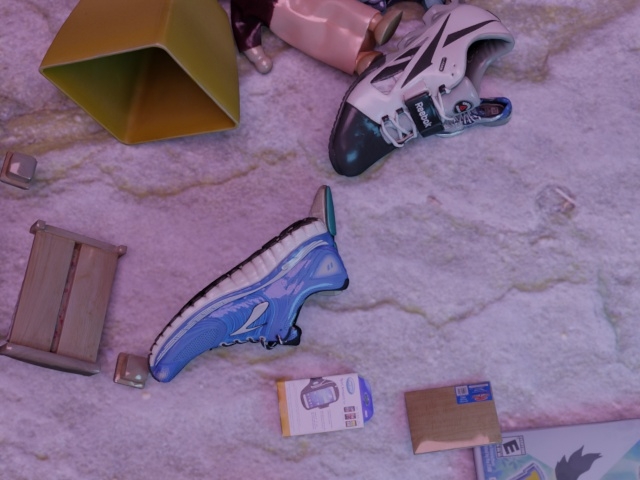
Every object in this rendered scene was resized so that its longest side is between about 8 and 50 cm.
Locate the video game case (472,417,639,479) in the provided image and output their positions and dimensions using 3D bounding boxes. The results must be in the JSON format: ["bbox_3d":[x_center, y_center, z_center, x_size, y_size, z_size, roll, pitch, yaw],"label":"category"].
[{"bbox_3d":[0.377,0.413,1.429,0.299,0.036,0.329,-6,63,4],"label":"video game case"}]

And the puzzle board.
[{"bbox_3d":[0.191,0.256,1.507,0.128,0.011,0.096,-8,57,2],"label":"puzzle board"}]

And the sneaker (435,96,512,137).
[{"bbox_3d":[0.226,-0.194,1.577,0.135,0.058,0.052,-14,81,-1],"label":"sneaker"}]

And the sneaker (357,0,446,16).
[{"bbox_3d":[0.064,-0.404,1.593,0.283,0.110,0.122,6,93,7],"label":"sneaker"}]

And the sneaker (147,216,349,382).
[{"bbox_3d":[-0.102,0.112,1.488,0.330,0.130,0.147,-35,94,8],"label":"sneaker"}]

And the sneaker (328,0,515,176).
[{"bbox_3d":[0.150,-0.212,1.524,0.330,0.122,0.146,-50,52,-4],"label":"sneaker"}]

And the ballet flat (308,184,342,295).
[{"bbox_3d":[0.000,0.000,1.549,0.052,0.057,0.168,-10,80,9],"label":"ballet flat"}]

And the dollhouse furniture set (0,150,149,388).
[{"bbox_3d":[-0.418,0.041,1.555,0.355,0.174,0.303,20,66,-25],"label":"dollhouse furniture set"}]

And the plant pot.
[{"bbox_3d":[-0.240,-0.281,1.506,0.212,0.212,0.187,-5,62,27],"label":"plant pot"}]

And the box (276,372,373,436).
[{"bbox_3d":[0.007,0.239,1.522,0.136,0.028,0.081,-6,80,-3],"label":"box"}]

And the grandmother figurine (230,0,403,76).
[{"bbox_3d":[-0.060,-0.355,1.585,0.342,0.104,0.208,29,100,9],"label":"grandmother figurine"}]
